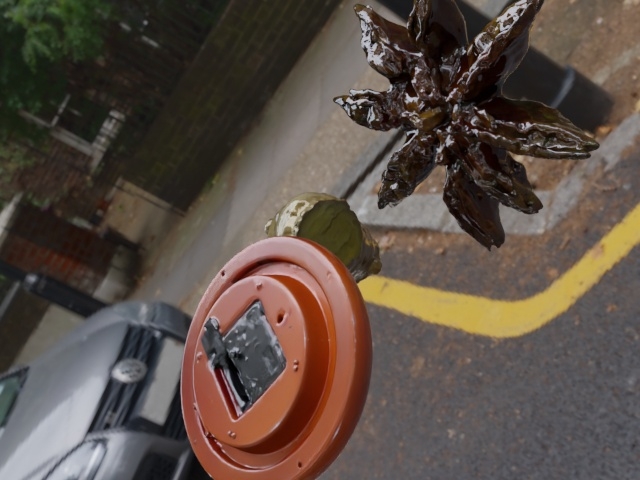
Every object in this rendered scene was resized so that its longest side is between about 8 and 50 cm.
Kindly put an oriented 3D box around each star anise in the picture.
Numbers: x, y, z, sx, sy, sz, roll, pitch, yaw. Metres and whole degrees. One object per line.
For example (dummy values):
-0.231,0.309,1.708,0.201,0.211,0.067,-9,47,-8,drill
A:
0.117,-0.110,0.755,0.088,0.288,0.288,-34,-1,-35,star anise

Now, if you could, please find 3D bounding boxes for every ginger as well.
0.000,0.000,1.234,0.126,0.190,0.354,-64,-7,-5,ginger

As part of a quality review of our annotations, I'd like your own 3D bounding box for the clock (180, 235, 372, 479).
-0.043,0.096,0.668,0.205,0.051,0.205,-16,67,41,clock
